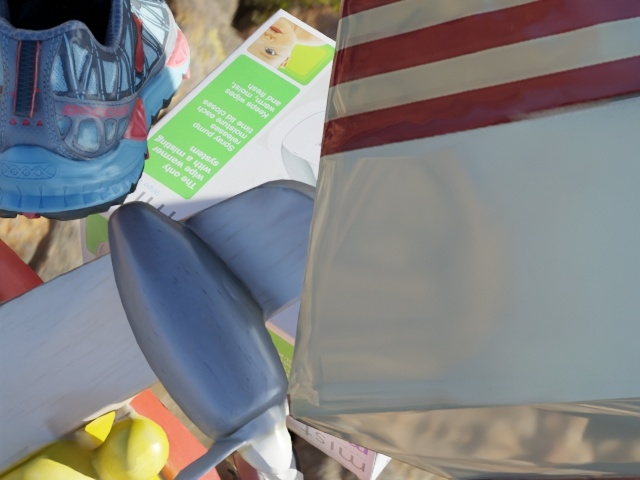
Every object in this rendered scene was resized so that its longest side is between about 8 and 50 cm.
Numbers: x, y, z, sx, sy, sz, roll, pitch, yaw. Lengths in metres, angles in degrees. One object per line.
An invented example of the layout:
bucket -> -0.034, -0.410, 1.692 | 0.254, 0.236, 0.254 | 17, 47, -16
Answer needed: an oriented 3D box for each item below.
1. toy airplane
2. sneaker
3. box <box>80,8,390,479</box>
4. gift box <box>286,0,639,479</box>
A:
toy airplane -> -0.187, 0.112, 0.868 | 0.385, 0.386, 0.272 | 13, 30, 3
sneaker -> -0.125, -0.120, 0.793 | 0.104, 0.125, 0.262 | 0, 32, -3
box -> 0.000, 0.000, 1.053 | 0.262, 0.126, 0.231 | 34, 58, 16
gift box -> 0.171, -0.009, 0.434 | 0.255, 0.258, 0.276 | 21, 67, -47
